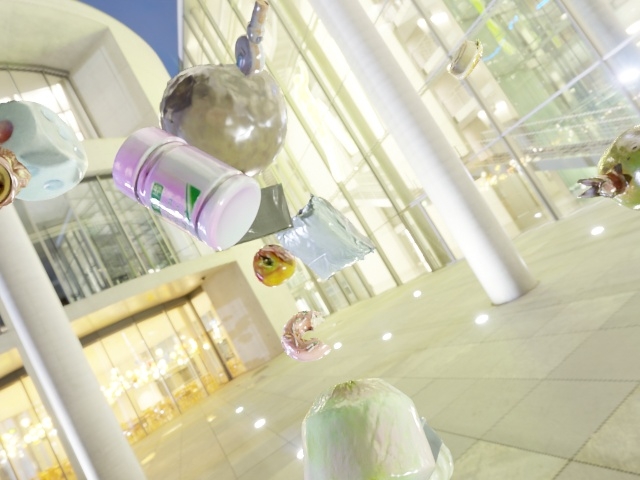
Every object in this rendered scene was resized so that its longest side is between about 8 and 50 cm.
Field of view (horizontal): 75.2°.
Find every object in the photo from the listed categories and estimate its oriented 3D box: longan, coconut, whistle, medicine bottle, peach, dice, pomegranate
[{"bbox_3d":[-0.320,-0.393,1.420,0.436,0.404,0.404,-28,-6,-44],"label":"longan"},{"bbox_3d":[0.079,0.358,0.696,0.236,0.236,0.204,-24,-21,-40],"label":"coconut"},{"bbox_3d":[-0.180,-0.523,1.094,0.057,0.107,0.220,-23,-18,-34],"label":"whistle"},{"bbox_3d":[-0.342,-0.135,1.079,0.212,0.325,0.212,-55,-15,-23],"label":"medicine bottle"},{"bbox_3d":[-0.189,0.102,1.738,0.197,0.197,0.197,-30,-7,-4],"label":"peach"},{"bbox_3d":[-1.056,-0.324,1.521,0.265,0.268,0.262,-32,-20,0],"label":"dice"},{"bbox_3d":[0.979,-0.192,1.252,0.323,0.291,0.291,-44,-4,-11],"label":"pomegranate"}]

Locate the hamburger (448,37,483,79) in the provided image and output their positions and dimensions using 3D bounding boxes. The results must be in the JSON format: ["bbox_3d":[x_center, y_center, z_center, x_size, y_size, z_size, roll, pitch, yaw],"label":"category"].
[{"bbox_3d":[0.505,-0.624,1.428,0.126,0.081,0.141,126,166,-71],"label":"hamburger"}]

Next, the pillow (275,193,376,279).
[{"bbox_3d":[0.000,0.000,1.500,0.283,0.310,0.138,-40,14,39],"label":"pillow"}]

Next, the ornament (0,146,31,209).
[{"bbox_3d":[-0.936,-0.173,1.150,0.221,0.235,0.217,10,10,-37],"label":"ornament"}]

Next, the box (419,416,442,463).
[{"bbox_3d":[0.217,0.470,0.931,0.122,0.069,0.084,-42,-7,-50],"label":"box"}]

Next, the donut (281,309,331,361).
[{"bbox_3d":[-0.068,0.390,1.727,0.199,0.233,0.085,-12,-46,-4],"label":"donut"}]

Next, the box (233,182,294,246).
[{"bbox_3d":[-0.223,-0.076,1.316,0.231,0.149,0.155,-17,7,-14],"label":"box"}]

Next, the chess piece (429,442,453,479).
[{"bbox_3d":[0.210,0.581,0.982,0.144,0.144,0.251,-34,-13,31],"label":"chess piece"}]
